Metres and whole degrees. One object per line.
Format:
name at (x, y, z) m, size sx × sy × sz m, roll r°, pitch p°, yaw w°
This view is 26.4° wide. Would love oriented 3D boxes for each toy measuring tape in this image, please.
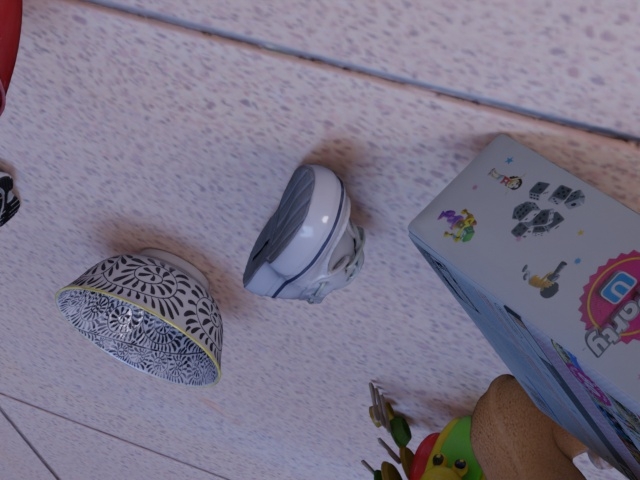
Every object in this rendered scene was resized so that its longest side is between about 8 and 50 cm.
toy measuring tape at (0.169, 0.232, 1.313) m, size 0.121 × 0.121 × 0.330 m, roll 12°, pitch 174°, yaw 27°

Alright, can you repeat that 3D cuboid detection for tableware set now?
tableware set at (0.070, 0.218, 1.301) m, size 0.024 × 0.154 × 0.104 m, roll -26°, pitch 135°, yaw 16°

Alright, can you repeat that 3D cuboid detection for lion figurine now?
lion figurine at (0.179, 0.206, 1.017) m, size 0.240 × 0.142 × 0.392 m, roll 48°, pitch -174°, yaw -33°

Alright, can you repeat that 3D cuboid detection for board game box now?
board game box at (0.213, 0.087, 0.825) m, size 0.303 × 0.097 × 0.224 m, roll 40°, pitch 173°, yaw 49°

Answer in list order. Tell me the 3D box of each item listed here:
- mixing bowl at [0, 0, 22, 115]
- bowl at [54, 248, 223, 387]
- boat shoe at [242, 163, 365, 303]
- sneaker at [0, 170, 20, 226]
mixing bowl at (-0.271, -0.171, 0.924) m, size 0.181 × 0.098 × 0.181 m, roll 21°, pitch 155°, yaw 11°
bowl at (-0.154, 0.060, 1.272) m, size 0.170 × 0.080 × 0.170 m, roll 21°, pitch 153°, yaw 11°
boat shoe at (0.000, 0.000, 1.037) m, size 0.075 × 0.083 × 0.226 m, roll 18°, pitch 167°, yaw -9°
sneaker at (-0.310, -0.045, 1.280) m, size 0.043 × 0.040 × 0.109 m, roll 40°, pitch 153°, yaw 10°
